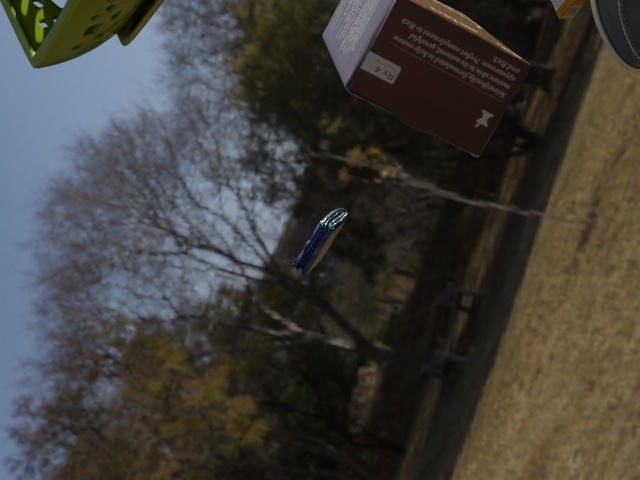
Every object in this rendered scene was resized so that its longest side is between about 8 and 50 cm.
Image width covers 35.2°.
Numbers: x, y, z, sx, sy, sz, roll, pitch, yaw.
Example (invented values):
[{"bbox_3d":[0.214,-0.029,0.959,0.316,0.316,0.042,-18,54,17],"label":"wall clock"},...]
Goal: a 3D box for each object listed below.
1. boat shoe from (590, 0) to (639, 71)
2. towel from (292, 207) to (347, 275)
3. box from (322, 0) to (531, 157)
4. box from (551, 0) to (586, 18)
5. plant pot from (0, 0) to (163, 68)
[{"bbox_3d":[0.448,-0.397,1.401,0.099,0.116,0.320,-163,66,-69],"label":"boat shoe"},{"bbox_3d":[0.000,0.000,1.590,0.067,0.029,0.119,-42,-12,-46],"label":"towel"},{"bbox_3d":[0.125,-0.258,1.358,0.143,0.191,0.381,-60,15,18],"label":"box"},{"bbox_3d":[0.335,-0.385,1.392,0.081,0.028,0.136,124,136,-58],"label":"box"},{"bbox_3d":[-0.357,-0.422,1.541,0.207,0.228,0.227,-17,-13,-41],"label":"plant pot"}]
